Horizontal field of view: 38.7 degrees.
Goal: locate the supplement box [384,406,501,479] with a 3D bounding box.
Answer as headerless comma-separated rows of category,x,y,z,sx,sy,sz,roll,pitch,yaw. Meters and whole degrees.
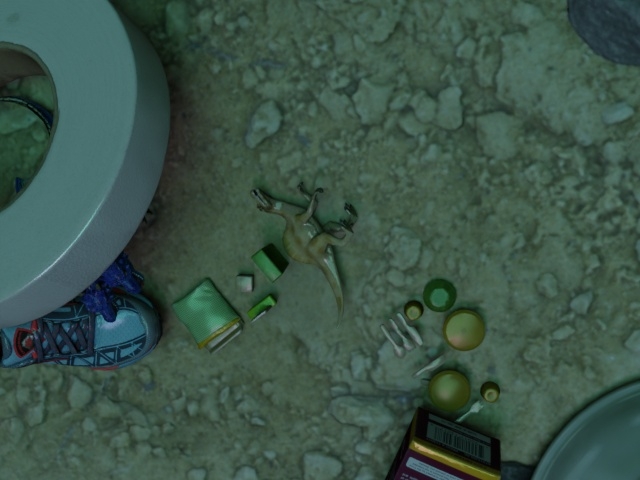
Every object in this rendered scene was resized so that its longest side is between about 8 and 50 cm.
supplement box,0.119,0.298,1.023,0.104,0.081,0.188,22,110,3

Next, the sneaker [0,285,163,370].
sneaker,-0.314,0.115,1.046,0.262,0.125,0.104,-3,99,9

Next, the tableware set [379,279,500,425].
tableware set,0.147,0.126,1.034,0.104,0.024,0.154,-37,91,9

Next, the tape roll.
tape roll,-0.339,-0.102,0.953,0.392,0.072,0.392,-7,70,21

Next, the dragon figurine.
dragon figurine,-0.272,-0.053,1.002,0.085,0.144,0.289,-30,94,12

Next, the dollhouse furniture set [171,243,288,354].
dollhouse furniture set,-0.103,0.069,1.041,0.151,0.058,0.076,-38,92,12

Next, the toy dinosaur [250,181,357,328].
toy dinosaur,0.000,0.000,1.028,0.092,0.053,0.183,-39,85,28

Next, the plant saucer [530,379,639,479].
plant saucer,0.402,0.333,0.926,0.400,0.100,0.400,-3,80,14
